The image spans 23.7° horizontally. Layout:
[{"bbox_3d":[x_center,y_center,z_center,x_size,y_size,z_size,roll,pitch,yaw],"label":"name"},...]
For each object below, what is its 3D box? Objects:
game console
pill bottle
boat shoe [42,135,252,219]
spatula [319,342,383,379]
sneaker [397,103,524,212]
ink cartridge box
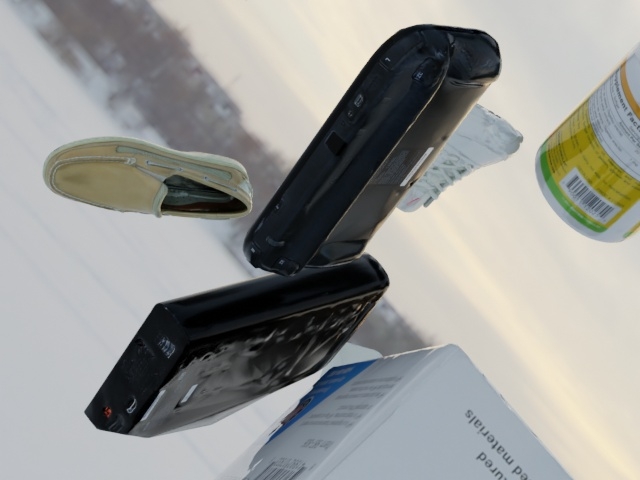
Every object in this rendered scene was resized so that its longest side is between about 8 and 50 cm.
[{"bbox_3d":[0.000,0.000,0.993,0.213,0.361,0.044,-13,57,-51],"label":"game console"},{"bbox_3d":[0.328,-0.115,1.476,0.136,0.136,0.245,49,-43,7],"label":"pill bottle"},{"bbox_3d":[-0.152,-0.050,1.371,0.072,0.190,0.068,-112,-153,-58],"label":"boat shoe"},{"bbox_3d":[0.068,0.193,1.495,0.168,0.019,0.242,17,-40,1],"label":"spatula"},{"bbox_3d":[0.124,-0.078,1.573,0.090,0.115,0.232,32,-13,-20],"label":"sneaker"},{"bbox_3d":[-0.049,0.254,0.882,0.166,0.395,0.285,49,-14,-3],"label":"ink cartridge box"}]
